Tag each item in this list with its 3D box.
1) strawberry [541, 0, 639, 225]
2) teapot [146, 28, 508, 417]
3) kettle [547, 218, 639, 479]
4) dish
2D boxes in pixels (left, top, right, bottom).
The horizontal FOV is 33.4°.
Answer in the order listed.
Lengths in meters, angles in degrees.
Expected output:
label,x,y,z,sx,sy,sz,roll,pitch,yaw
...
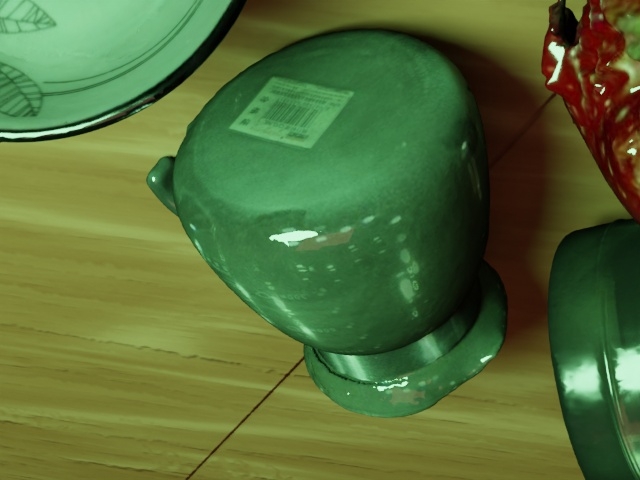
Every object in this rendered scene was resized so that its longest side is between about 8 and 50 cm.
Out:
label,x,y,z,sx,sy,sz,roll,pitch,yaw
strawberry,0.282,-0.110,0.663,0.274,0.220,0.274,1,92,34
teapot,0.002,0.016,0.832,0.305,0.223,0.285,-11,134,18
kettle,0.379,0.081,0.794,0.324,0.228,0.321,-13,161,32
dish,-0.178,-0.212,0.692,0.316,0.106,0.317,0,90,8
